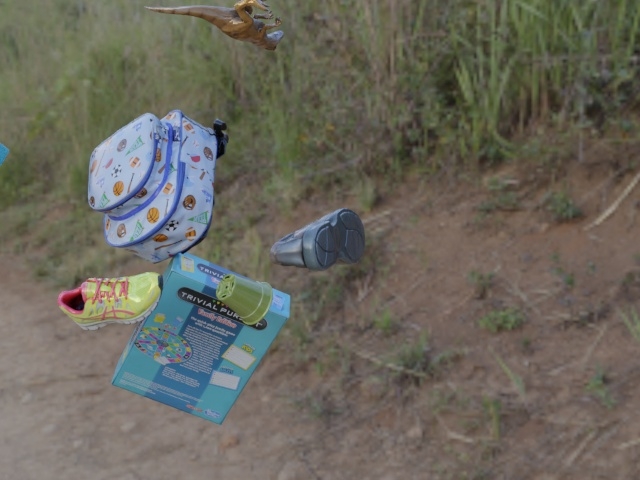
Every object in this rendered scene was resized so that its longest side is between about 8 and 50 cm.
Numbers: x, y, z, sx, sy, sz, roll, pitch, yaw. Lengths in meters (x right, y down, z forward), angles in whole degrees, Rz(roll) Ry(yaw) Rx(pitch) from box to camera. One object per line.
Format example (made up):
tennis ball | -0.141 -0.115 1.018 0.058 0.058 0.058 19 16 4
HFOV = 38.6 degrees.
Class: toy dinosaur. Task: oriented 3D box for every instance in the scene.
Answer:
toy dinosaur | -0.122 -0.310 1.277 0.211 0.064 0.112 13 -42 -40

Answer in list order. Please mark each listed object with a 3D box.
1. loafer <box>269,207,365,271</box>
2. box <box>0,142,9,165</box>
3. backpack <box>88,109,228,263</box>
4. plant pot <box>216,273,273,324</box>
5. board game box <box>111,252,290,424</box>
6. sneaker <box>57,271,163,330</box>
loafer | 0.000 0.000 1.483 0.084 0.096 0.267 -5 3 20
box | -0.689 -0.195 1.651 0.060 0.101 0.244 8 -26 37
backpack | -0.321 -0.099 1.779 0.276 0.263 0.213 -30 -32 34
plant pot | -0.141 0.097 1.622 0.079 0.083 0.083 33 -18 -37
board game box | -0.249 0.206 1.882 0.253 0.336 0.079 24 30 -14
sneaker | -0.364 0.098 1.569 0.208 0.082 0.094 -21 -37 23
